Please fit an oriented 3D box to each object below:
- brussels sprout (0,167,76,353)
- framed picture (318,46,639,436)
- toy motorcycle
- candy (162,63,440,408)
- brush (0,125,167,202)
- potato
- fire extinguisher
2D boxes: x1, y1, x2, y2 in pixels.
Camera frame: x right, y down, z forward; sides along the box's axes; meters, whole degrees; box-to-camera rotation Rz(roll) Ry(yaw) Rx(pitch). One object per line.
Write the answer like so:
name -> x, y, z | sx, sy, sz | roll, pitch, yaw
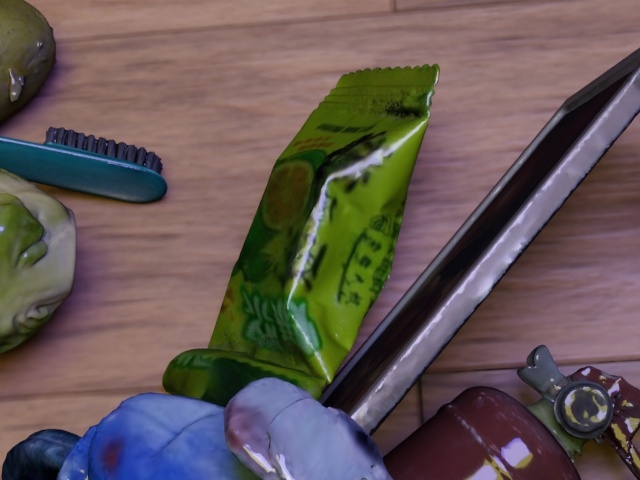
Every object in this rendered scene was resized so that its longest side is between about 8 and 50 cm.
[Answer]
brussels sprout -> -0.227, 0.017, 0.915 | 0.155, 0.155, 0.117 | 7, 114, 8
framed picture -> 0.091, 0.007, 0.840 | 0.020, 0.211, 0.289 | 41, 81, -1
toy motorcycle -> -0.007, 0.187, 0.695 | 0.241, 0.182, 0.319 | -40, 87, 21
candy -> 0.000, 0.000, 0.904 | 0.069, 0.149, 0.246 | 29, 78, -32
brush -> -0.193, -0.060, 0.951 | 0.193, 0.043, 0.032 | 13, 57, -12
potato -> -0.266, -0.099, 0.977 | 0.188, 0.085, 0.105 | -44, 96, -4
fire extinguisher -> 0.076, 0.185, 0.846 | 0.337, 0.106, 0.147 | -38, 89, -5
